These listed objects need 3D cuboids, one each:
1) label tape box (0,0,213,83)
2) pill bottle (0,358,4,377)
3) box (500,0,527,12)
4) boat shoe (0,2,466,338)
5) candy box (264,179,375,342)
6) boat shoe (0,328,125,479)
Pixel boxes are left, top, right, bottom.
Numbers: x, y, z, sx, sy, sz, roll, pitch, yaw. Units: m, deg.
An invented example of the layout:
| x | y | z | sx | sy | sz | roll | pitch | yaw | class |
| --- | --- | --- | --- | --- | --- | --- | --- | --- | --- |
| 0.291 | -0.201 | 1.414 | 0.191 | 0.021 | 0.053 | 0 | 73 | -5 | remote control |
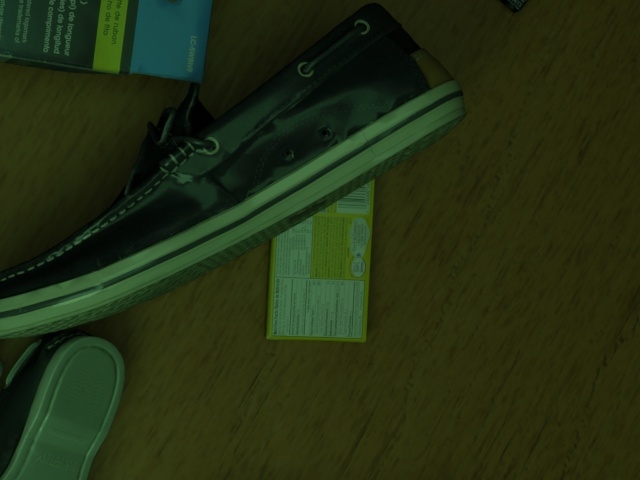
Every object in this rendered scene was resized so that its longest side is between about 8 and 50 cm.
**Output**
| x | y | z | sx | sy | sz | roll | pitch | yaw | class |
| --- | --- | --- | --- | --- | --- | --- | --- | --- | --- |
| -0.268 | -0.284 | 1.223 | 0.334 | 0.106 | 0.240 | 8 | 91 | -19 | label tape box |
| -0.389 | 0.186 | 1.214 | 0.118 | 0.117 | 0.208 | 25 | 87 | -12 | pill bottle |
| 0.195 | -0.291 | 1.368 | 0.083 | 0.018 | 0.067 | 37 | 85 | -11 | box |
| -0.107 | -0.060 | 1.229 | 0.500 | 0.187 | 0.156 | -30 | 87 | -3 | boat shoe |
| 0.000 | 0.000 | 1.334 | 0.105 | 0.027 | 0.205 | 3 | 91 | -9 | candy box |
| -0.282 | 0.227 | 1.231 | 0.114 | 0.091 | 0.302 | 39 | 70 | -35 | boat shoe |
